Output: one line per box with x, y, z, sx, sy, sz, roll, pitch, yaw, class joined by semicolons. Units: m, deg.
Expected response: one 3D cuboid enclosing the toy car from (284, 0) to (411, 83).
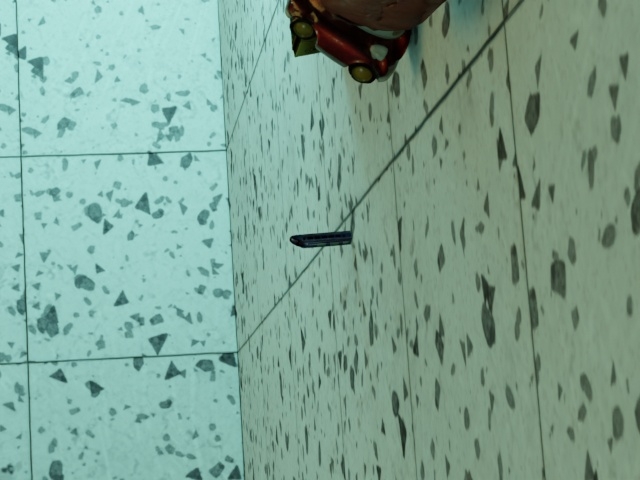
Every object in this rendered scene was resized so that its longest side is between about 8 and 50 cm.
0.043;-0.249;1.629;0.112;0.139;0.112;-49;18;50;toy car

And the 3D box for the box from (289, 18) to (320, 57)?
0.002;-0.355;2.023;0.240;0.071;0.159;120;144;-75;box

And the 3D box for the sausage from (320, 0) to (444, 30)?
0.068;-0.271;1.354;0.280;0.152;0.152;133;134;-77;sausage

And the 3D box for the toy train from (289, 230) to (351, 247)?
0.000;0.000;2.080;0.017;0.083;0.017;96;166;-52;toy train
